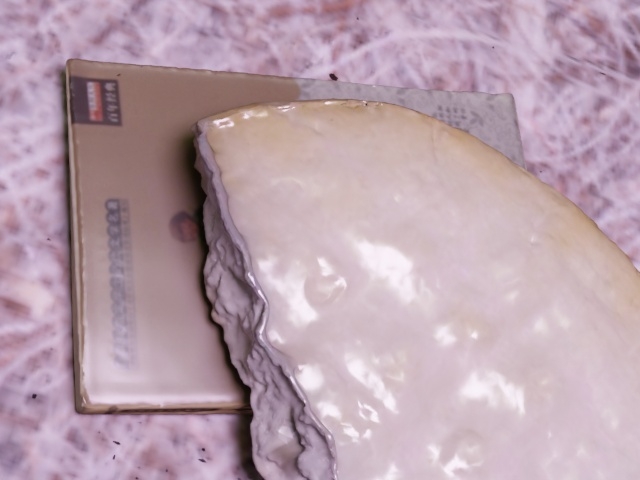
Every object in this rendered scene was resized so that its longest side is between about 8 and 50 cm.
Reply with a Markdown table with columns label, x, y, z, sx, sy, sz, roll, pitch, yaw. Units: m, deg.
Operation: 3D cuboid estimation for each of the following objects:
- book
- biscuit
| label | x | y | z | sx | sy | sz | roll | pitch | yaw |
| --- | --- | --- | --- | --- | --- | --- | --- | --- | --- |
| book | 0.000 | 0.000 | 0.550 | 0.199 | 0.016 | 0.138 | 2 | 70 | -23 |
| biscuit | 0.050 | 0.049 | 0.522 | 0.265 | 0.040 | 0.188 | 38 | 60 | -7 |
